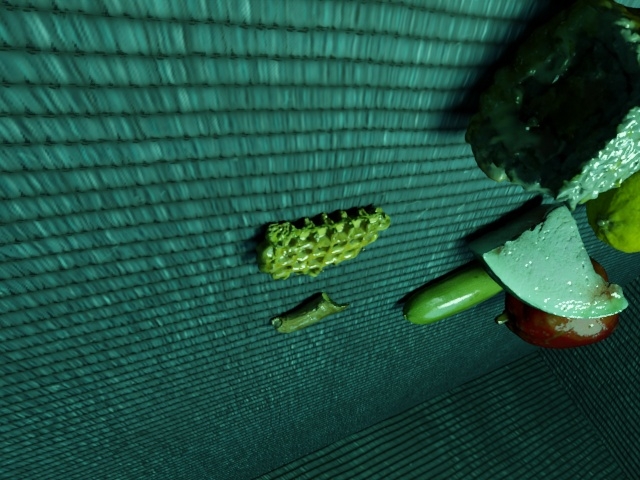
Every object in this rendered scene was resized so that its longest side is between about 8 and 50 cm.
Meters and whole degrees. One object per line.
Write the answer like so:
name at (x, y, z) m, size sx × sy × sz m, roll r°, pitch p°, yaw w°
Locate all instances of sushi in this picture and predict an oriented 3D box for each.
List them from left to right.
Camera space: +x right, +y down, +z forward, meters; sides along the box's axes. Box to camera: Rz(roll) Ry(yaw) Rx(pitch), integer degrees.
sushi at (0.305, -0.163, 0.673) m, size 0.139 × 0.184 × 0.274 m, roll -5°, pitch 144°, yaw -44°

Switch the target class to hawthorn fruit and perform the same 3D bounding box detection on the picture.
hawthorn fruit at (0.599, 0.163, 1.529) m, size 0.306 × 0.265 × 0.265 m, roll -20°, pitch 155°, yaw 2°

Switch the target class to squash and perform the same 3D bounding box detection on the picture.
squash at (0.336, 0.102, 1.314) m, size 0.340 × 0.095 × 0.095 m, roll -20°, pitch 153°, yaw -15°

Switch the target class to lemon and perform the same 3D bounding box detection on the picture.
lemon at (0.661, -0.075, 1.219) m, size 0.230 × 0.192 × 0.192 m, roll -20°, pitch 153°, yaw -25°

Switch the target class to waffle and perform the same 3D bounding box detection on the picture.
waffle at (0.000, 0.000, 0.806) m, size 0.160 × 0.046 × 0.192 m, roll -38°, pitch 154°, yaw 21°

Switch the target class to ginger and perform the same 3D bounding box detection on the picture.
ginger at (-0.017, 0.126, 1.028) m, size 0.137 × 0.044 × 0.057 m, roll -26°, pitch -175°, yaw 4°

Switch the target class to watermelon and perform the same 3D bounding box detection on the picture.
watermelon at (0.469, 0.019, 1.206) m, size 0.289 × 0.319 × 0.214 m, roll -48°, pitch 156°, yaw -66°
